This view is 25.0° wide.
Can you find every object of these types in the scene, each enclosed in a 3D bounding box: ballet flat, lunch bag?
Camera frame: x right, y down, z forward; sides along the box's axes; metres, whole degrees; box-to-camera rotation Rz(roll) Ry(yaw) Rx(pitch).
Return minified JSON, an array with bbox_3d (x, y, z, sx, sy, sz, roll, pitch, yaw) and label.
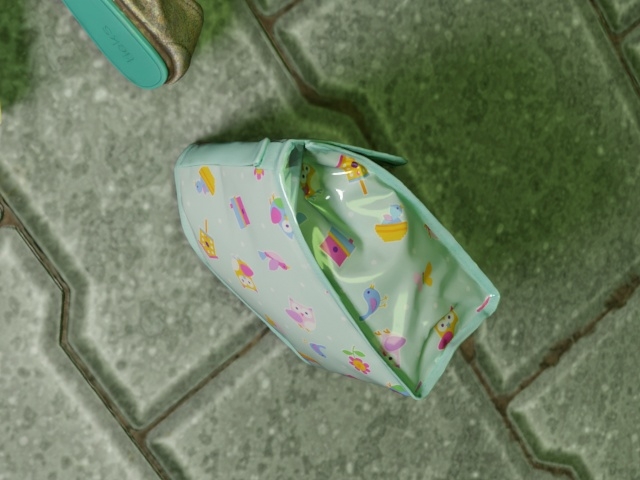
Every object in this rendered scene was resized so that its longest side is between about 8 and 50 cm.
[{"bbox_3d":[-0.214,-0.272,1.252,0.316,0.107,0.106,51,55,-29],"label":"ballet flat"},{"bbox_3d":[0.000,0.000,1.323,0.160,0.223,0.262,-49,114,-18],"label":"lunch bag"}]
